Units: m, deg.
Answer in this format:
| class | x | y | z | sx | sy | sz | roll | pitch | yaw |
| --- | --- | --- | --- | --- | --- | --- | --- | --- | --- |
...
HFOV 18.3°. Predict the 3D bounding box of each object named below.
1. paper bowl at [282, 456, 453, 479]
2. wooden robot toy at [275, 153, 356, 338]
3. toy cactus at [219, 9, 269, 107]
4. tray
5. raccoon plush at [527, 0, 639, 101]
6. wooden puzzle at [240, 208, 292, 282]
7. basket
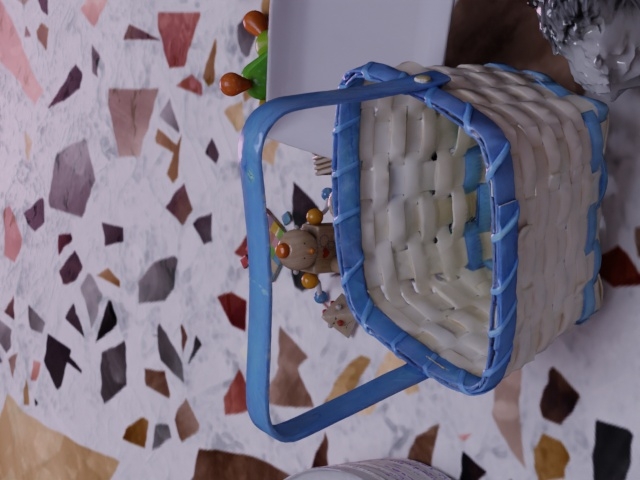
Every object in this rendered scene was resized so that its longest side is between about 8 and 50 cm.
| class | x | y | z | sx | sy | sz | roll | pitch | yaw |
| --- | --- | --- | --- | --- | --- | --- | --- | --- | --- |
| paper bowl | 0.025 | 0.327 | 1.637 | 0.284 | 0.148 | 0.284 | 2 | 93 | 48 |
| wooden robot toy | 0.000 | 0.000 | 1.701 | 0.076 | 0.079 | 0.173 | 12 | 101 | 48 |
| toy cactus | -0.023 | -0.201 | 1.716 | 0.180 | 0.112 | 0.219 | -47 | 48 | 27 |
| tray | 0.031 | -0.150 | 1.566 | 0.145 | 0.030 | 0.270 | 19 | 147 | 9 |
| raccoon plush | 0.058 | -0.277 | 1.547 | 0.299 | 0.216 | 0.446 | -29 | 73 | 58 |
| wooden puzzle | -0.048 | 0.005 | 1.810 | 0.049 | 0.006 | 0.083 | 49 | 126 | 36 |
| basket | 0.066 | -0.001 | 1.450 | 0.201 | 0.289 | 0.255 | 26 | 124 | 44 |
